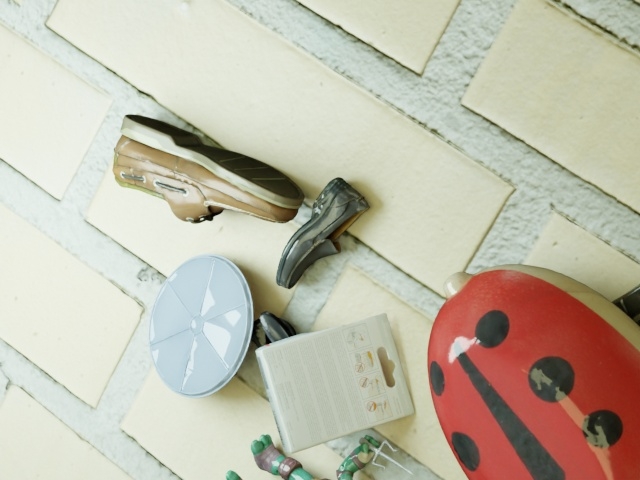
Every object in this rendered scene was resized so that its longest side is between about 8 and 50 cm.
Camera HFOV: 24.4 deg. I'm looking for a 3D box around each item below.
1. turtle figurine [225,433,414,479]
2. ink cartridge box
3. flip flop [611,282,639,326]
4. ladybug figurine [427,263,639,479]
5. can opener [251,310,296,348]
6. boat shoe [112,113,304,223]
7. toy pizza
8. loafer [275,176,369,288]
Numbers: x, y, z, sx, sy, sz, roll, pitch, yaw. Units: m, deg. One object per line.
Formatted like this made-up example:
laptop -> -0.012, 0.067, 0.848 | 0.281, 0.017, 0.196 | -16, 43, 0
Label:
turtle figurine -> -0.004, 0.330, 1.943 | 0.234, 0.175, 0.118 | 9, 113, 31
ink cartridge box -> 0.018, 0.186, 1.953 | 0.179, 0.045, 0.145 | -16, 88, -17
flip flop -> 0.441, 0.079, 1.781 | 0.277, 0.080, 0.112 | -34, 79, 36
ladybug figurine -> 0.281, 0.225, 1.778 | 0.449, 0.162, 0.305 | 50, 122, 15
can opener -> -0.034, 0.179, 1.999 | 0.059, 0.073, 0.186 | -34, 87, 13
boat shoe -> -0.156, -0.075, 2.029 | 0.307, 0.111, 0.104 | 26, 105, 31
toy pizza -> -0.161, 0.118, 2.045 | 0.201, 0.032, 0.201 | -11, 73, 39
loafer -> 0.000, 0.000, 1.979 | 0.061, 0.062, 0.170 | 36, 106, 14
